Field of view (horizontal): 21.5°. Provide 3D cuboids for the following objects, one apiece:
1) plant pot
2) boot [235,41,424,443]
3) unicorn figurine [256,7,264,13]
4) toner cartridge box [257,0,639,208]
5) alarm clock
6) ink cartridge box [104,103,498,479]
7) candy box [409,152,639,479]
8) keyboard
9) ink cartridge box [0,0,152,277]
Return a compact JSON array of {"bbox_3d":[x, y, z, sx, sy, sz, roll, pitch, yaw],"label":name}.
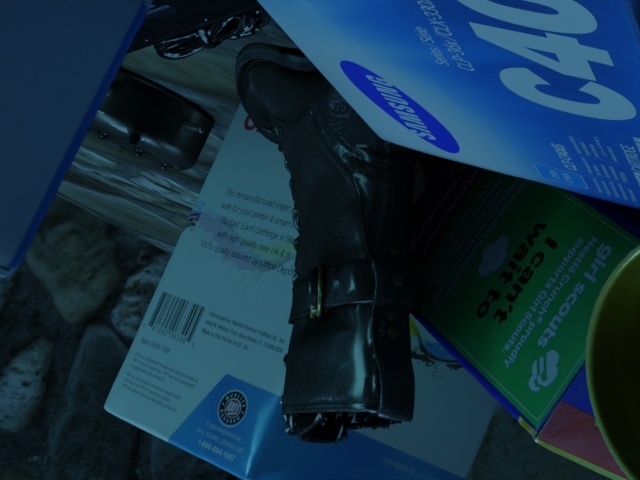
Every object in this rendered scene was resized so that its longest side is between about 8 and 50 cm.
[{"bbox_3d":[0.200,0.054,0.746,0.095,0.134,0.134,-10,-159,-44],"label":"plant pot"},{"bbox_3d":[0.000,0.000,0.958,0.091,0.229,0.263,6,175,-15],"label":"boot"},{"bbox_3d":[-0.023,-0.134,0.781,0.111,0.060,0.162,20,172,-23],"label":"unicorn figurine"},{"bbox_3d":[0.057,-0.104,0.613,0.165,0.075,0.348,17,171,23],"label":"toner cartridge box"},{"bbox_3d":[-0.171,-0.110,1.560,0.129,0.064,0.192,26,177,-9],"label":"alarm clock"},{"bbox_3d":[0.014,0.054,1.249,0.197,0.270,0.198,28,173,-38],"label":"ink cartridge box"},{"bbox_3d":[0.184,0.052,0.977,0.268,0.122,0.317,28,-174,-26],"label":"candy box"},{"bbox_3d":[-0.080,-0.110,0.765,0.180,0.023,0.108,-11,161,43],"label":"keyboard"},{"bbox_3d":[-0.202,-0.135,0.723,0.129,0.223,0.307,30,172,-39],"label":"ink cartridge box"}]
